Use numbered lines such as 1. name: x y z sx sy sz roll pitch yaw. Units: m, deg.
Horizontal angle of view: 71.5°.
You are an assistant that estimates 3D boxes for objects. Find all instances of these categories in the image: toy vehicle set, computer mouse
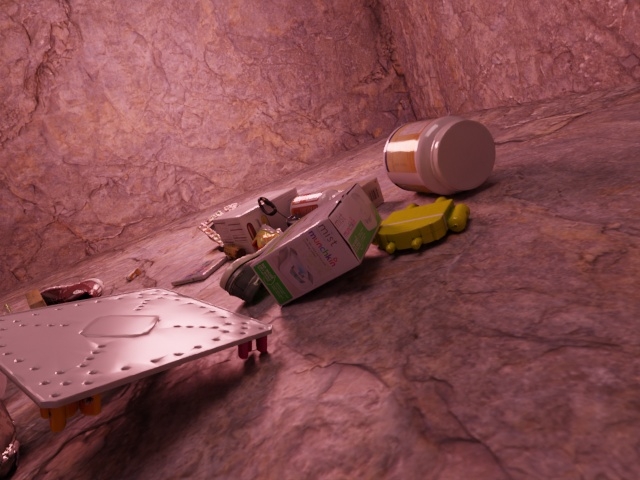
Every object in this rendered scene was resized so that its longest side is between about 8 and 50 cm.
1. toy vehicle set: -0.801 0.235 1.303 0.035 0.166 0.266 -29 17 -31
2. computer mouse: -0.108 -0.085 1.463 0.241 0.041 0.071 30 53 13

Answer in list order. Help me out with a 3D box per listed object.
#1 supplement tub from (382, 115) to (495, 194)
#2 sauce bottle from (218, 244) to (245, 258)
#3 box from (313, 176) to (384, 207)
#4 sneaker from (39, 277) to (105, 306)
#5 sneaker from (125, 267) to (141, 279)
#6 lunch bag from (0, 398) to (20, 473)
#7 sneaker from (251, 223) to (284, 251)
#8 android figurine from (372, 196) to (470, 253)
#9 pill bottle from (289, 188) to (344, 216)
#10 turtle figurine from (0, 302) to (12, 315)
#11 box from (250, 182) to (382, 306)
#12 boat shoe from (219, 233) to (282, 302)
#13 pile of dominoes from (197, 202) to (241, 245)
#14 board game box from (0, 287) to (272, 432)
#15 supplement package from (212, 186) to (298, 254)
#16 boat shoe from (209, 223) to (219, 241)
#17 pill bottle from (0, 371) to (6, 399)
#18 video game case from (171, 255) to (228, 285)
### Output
1. supplement tub: 0.354 -0.258 1.366 0.228 0.229 0.316 -25 16 -14
2. sauce bottle: -0.312 0.037 1.546 0.128 0.042 0.042 8 31 44
3. box: 0.081 -0.146 1.591 0.274 0.094 0.113 -5 22 46
4. sneaker: -0.963 0.230 1.655 0.281 0.107 0.162 -21 19 -4
5. sneaker: -0.782 0.139 1.853 0.036 0.032 0.083 -16 16 15
6. lunch bag: -0.662 0.286 0.725 0.255 0.306 0.212 -13 20 37
7. sneaker: -0.150 0.014 1.407 0.094 0.081 0.208 -50 30 -15
8. android figurine: 0.237 -0.038 1.098 0.248 0.056 0.273 -12 18 29
9. pill bottle: 0.007 -0.108 1.510 0.216 0.121 0.121 -4 23 44
10. turtle figurine: -1.202 0.309 1.523 0.266 0.198 0.274 -26 20 -32
11. box: 0.000 0.000 1.041 0.231 0.127 0.262 -30 10 26
12. boat shoe: -0.128 0.073 1.184 0.099 0.116 0.319 34 32 17
13. pile of dominoes: -0.360 -0.073 1.783 0.196 0.040 0.251 -41 49 -22
14. board game box: -0.353 0.173 0.792 0.389 0.051 0.389 9 10 38
15. supplement package: -0.214 -0.069 1.613 0.261 0.145 0.203 -33 20 -35
16. boat shoe: -0.319 -0.072 1.874 0.320 0.103 0.118 -31 45 -17
17. pill bottle: -0.885 0.356 1.016 0.282 0.162 0.161 -16 16 15
18. video game case: -0.412 0.103 1.526 0.143 0.019 0.157 -13 16 24
